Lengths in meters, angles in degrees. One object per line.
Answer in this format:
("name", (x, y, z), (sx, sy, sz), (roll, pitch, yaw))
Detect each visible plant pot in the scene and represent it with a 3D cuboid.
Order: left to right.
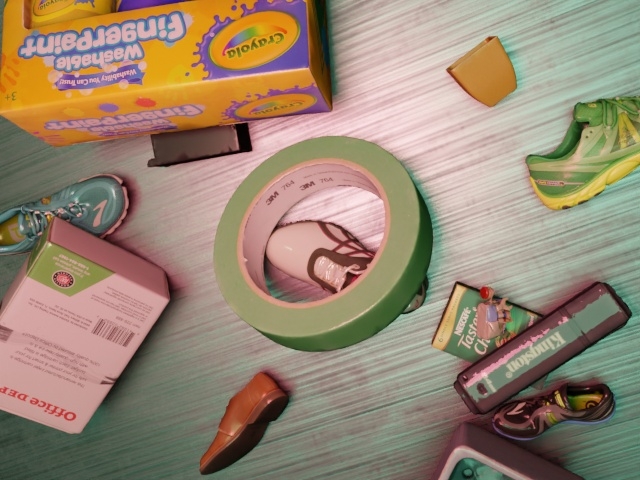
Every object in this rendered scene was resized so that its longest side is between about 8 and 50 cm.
("plant pot", (0.246, -0.245, 1.121), (0.082, 0.081, 0.083), (-36, 100, 11))
("plant pot", (0.259, 0.408, 1.101), (0.248, 0.252, 0.247), (25, 101, 6))

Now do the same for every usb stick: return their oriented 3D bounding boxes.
("usb stick", (0.329, 0.163, 1.125), (0.278, 0.045, 0.077), (-36, 90, 10))

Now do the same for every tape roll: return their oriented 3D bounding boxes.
("tape roll", (0.000, 0.000, 1.108), (0.322, 0.077, 0.321), (-11, 62, 20))

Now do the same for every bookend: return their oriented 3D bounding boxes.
("bookend", (-0.205, -0.206, 1.205), (0.157, 0.072, 0.156), (-10, 94, 12))

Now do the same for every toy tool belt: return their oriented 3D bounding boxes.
("toy tool belt", (0.264, 0.109, 1.134), (0.051, 0.052, 0.083), (-2, 97, -23))

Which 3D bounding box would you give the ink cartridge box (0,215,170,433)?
("ink cartridge box", (-0.411, 0.140, 1.215), (0.211, 0.121, 0.289), (31, 102, -26))

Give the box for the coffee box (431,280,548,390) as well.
("coffee box", (0.277, 0.148, 1.176), (0.184, 0.040, 0.113), (23, 99, 7))

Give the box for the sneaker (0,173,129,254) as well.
("sneaker", (-0.445, -0.031, 1.248), (0.275, 0.110, 0.107), (-20, 92, 11))

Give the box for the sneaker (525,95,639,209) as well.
("sneaker", (0.428, -0.163, 1.081), (0.296, 0.109, 0.123), (-37, 93, 12))

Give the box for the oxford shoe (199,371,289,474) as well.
("oxford shoe", (-0.139, 0.308, 1.264), (0.212, 0.076, 0.076), (-50, 56, 13))

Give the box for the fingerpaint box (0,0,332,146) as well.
("fingerpaint box", (-0.222, -0.355, 1.093), (0.445, 0.163, 0.370), (-5, 77, 11))

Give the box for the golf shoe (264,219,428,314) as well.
("golf shoe", (0.035, 0.040, 1.169), (0.273, 0.120, 0.105), (17, 101, 9))

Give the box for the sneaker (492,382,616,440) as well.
("sneaker", (0.354, 0.252, 1.150), (0.188, 0.067, 0.078), (-13, 132, 6))
